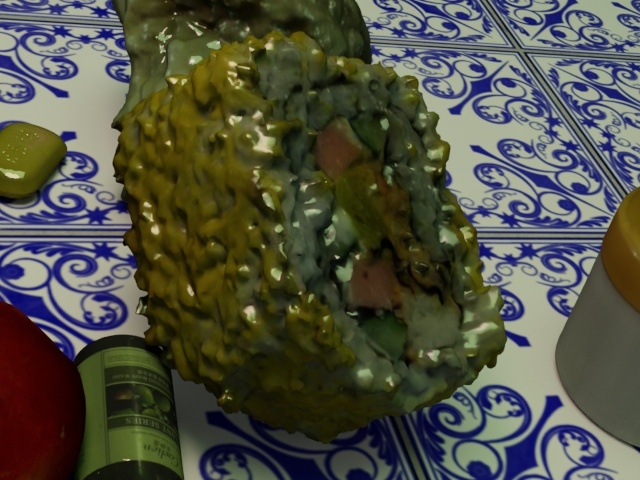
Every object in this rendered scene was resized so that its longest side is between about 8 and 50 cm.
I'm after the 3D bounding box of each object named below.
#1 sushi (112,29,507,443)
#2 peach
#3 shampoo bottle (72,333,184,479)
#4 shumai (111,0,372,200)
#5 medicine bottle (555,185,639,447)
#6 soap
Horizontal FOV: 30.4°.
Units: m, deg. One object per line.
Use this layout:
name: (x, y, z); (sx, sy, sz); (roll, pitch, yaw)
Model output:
sushi: (0.000, 0.000, 1.193); (0.351, 0.240, 0.396); (1, 69, -46)
peach: (-0.324, 0.161, 1.010); (0.244, 0.199, 0.243); (-3, 41, 2)
shampoo bottle: (-0.175, 0.215, 1.074); (0.101, 0.101, 0.284); (4, 39, -16)
shumai: (-0.127, -0.183, 1.472); (0.324, 0.397, 0.323); (7, 65, 19)
medicine bottle: (0.416, 0.087, 1.345); (0.238, 0.232, 0.238); (9, 38, -7)
soap: (-0.370, -0.102, 1.449); (0.089, 0.045, 0.140); (21, 38, 1)
